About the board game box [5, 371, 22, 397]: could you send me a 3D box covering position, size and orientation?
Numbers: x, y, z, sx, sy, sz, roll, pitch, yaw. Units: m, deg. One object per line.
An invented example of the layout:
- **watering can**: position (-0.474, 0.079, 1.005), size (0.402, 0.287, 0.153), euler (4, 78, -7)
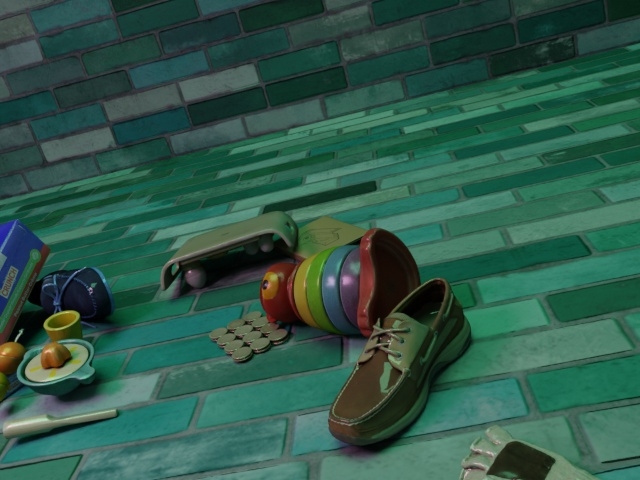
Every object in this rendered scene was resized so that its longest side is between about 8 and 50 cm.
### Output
- **board game box**: position (-0.673, 0.290, 1.298), size (0.160, 0.039, 0.211), euler (0, 27, 34)

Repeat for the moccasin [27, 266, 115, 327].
- **moccasin**: position (-0.562, 0.135, 1.500), size (0.116, 0.138, 0.342), euler (-18, 6, -37)

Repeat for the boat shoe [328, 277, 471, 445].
- **boat shoe**: position (0.108, 0.161, 0.976), size (0.123, 0.117, 0.324), euler (1, 27, 36)

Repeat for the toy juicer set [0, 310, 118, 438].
- **toy juicer set**: position (-0.504, 0.236, 1.198), size (0.209, 0.090, 0.329), euler (-19, 29, -23)

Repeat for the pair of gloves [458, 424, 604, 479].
- **pair of gloves**: position (0.192, 0.296, 0.698), size (0.240, 0.042, 0.204), euler (-31, 26, -31)

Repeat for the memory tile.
- **memory tile**: position (-0.132, 0.175, 1.246), size (0.113, 0.012, 0.148), euler (-25, 23, -23)

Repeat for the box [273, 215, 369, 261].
- **box**: position (0.000, 0.000, 1.564), size (0.164, 0.021, 0.201), euler (-27, 25, -25)

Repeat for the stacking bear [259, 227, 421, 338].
- **stacking bear**: position (0.012, 0.086, 1.173), size (0.289, 0.176, 0.164), euler (-6, -14, 38)

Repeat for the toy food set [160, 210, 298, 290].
- **toy food set**: position (-0.203, 0.027, 1.552), size (0.306, 0.093, 0.220), euler (-17, 12, 5)

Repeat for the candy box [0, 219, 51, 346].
- **candy box**: position (-0.796, 0.118, 1.517), size (0.317, 0.122, 0.268), euler (-14, 45, 28)
